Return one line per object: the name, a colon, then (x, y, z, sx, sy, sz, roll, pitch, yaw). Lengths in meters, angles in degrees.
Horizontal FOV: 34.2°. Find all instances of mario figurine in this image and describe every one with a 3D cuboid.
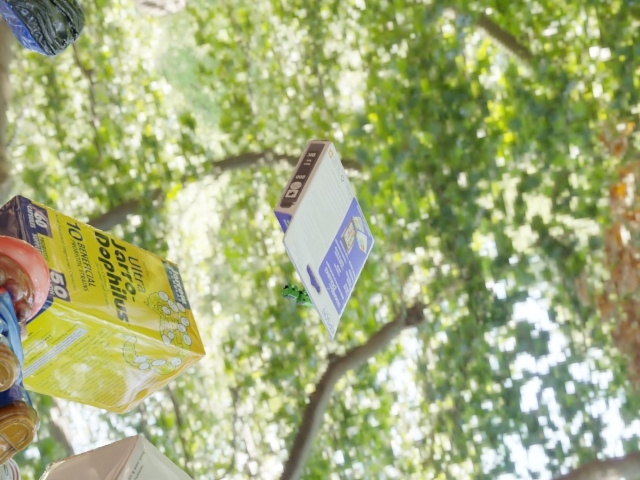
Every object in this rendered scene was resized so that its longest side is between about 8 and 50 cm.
mario figurine: (-0.371, 0.104, 1.064, 0.170, 0.198, 0.320, 19, -165, -23)

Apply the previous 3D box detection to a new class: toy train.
toy train: (-0.025, 0.085, 1.550, 0.017, 0.023, 0.083, -27, 142, 37)

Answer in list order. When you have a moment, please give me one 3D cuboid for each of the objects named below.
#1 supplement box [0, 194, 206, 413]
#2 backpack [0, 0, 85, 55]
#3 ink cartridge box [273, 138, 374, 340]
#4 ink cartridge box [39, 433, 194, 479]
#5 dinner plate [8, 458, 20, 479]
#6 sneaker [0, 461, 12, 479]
supplement box: (-0.380, 0.110, 1.607, 0.195, 0.194, 0.356, -35, 145, 19)
backpack: (-0.379, -0.314, 1.393, 0.101, 0.120, 0.098, 21, -117, 47)
ink cartridge box: (0.000, 0.000, 1.483, 0.045, 0.206, 0.208, -1, -137, 27)
ink cartridge box: (-0.226, 0.415, 1.388, 0.226, 0.306, 0.131, -24, -150, 39)
dinner plate: (-0.608, 0.430, 1.854, 0.141, 0.141, 0.017, -19, -150, -16)
sneaker: (-0.489, 0.374, 1.429, 0.121, 0.217, 0.079, -16, 154, -2)
